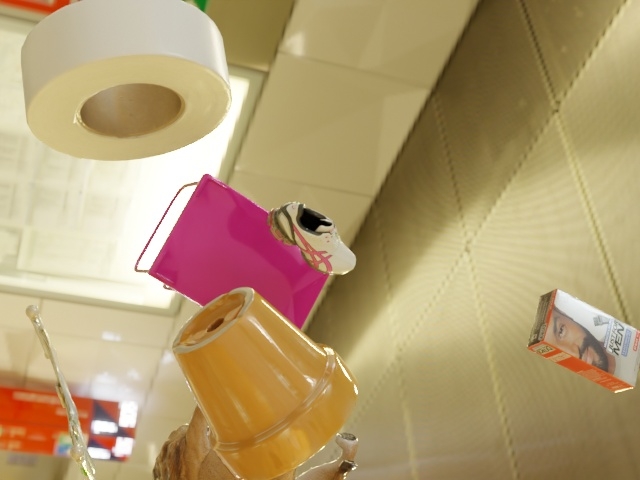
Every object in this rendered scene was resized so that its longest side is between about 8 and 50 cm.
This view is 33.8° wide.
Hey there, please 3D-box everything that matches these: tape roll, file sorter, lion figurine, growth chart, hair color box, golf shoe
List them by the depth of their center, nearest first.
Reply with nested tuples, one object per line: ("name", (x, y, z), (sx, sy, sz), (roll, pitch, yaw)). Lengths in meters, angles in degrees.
("growth chart", (-0.306, 0.193, 1.266), (0.172, 0.021, 0.237), (91, -24, -54))
("tape roll", (-0.269, -0.218, 1.462), (0.286, 0.286, 0.100), (129, -47, -58))
("hair color box", (0.402, 0.152, 1.589), (0.053, 0.167, 0.093), (-41, -153, 62))
("lion figurine", (-0.110, 0.362, 1.597), (0.392, 0.142, 0.240), (21, -78, 43))
("golf shoe", (0.000, 0.000, 1.764), (0.086, 0.186, 0.068), (-18, -132, 44))
("file sorter", (-0.163, 0.044, 1.912), (0.202, 0.290, 0.182), (-62, -159, -12))

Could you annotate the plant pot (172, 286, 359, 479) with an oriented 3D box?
("plant pot", (-0.086, 0.170, 1.352), (0.205, 0.188, 0.205), (-31, -161, 12))
